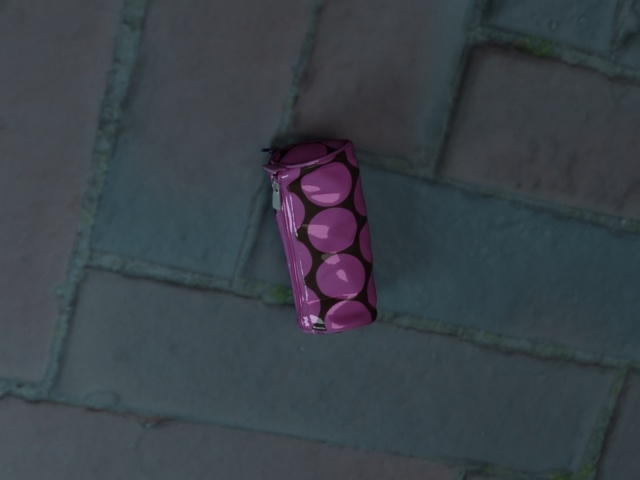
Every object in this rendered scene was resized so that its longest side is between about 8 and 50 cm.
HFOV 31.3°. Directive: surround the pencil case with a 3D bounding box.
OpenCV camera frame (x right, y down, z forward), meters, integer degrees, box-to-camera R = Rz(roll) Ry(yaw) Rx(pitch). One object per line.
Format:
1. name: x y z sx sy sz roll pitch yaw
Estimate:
1. pencil case: 0.000 0.000 1.182 0.098 0.095 0.209 -31 118 -41
